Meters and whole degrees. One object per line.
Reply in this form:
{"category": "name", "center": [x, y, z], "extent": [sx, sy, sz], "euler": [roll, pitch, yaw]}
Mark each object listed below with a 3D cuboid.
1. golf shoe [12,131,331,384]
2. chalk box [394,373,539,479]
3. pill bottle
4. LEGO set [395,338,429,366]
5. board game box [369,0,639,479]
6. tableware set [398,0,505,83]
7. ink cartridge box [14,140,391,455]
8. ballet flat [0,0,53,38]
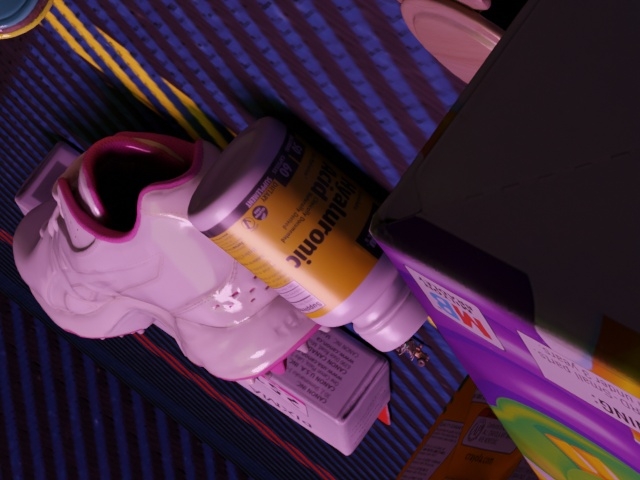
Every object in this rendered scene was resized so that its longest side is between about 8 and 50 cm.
{"category": "golf shoe", "center": [-0.104, -0.013, 1.123], "extent": [0.306, 0.115, 0.140], "euler": [8, 140, 54]}
{"category": "chalk box", "center": [0.175, 0.191, 0.909], "extent": [0.289, 0.179, 0.180], "euler": [38, 168, -14]}
{"category": "pill bottle", "center": [0.000, 0.000, 0.926], "extent": [0.116, 0.065, 0.065], "euler": [39, 169, -17]}
{"category": "LEGO set", "center": [0.039, 0.048, 1.136], "extent": [0.054, 0.023, 0.083], "euler": [35, -178, 13]}
{"category": "board game box", "center": [0.143, 0.034, 0.438], "extent": [0.144, 0.142, 0.275], "euler": [29, 167, 31]}
{"category": "tableware set", "center": [0.043, -0.082, 0.577], "extent": [0.169, 0.020, 0.141], "euler": [40, 170, -28]}
{"category": "ink cartridge box", "center": [-0.076, 0.056, 1.406], "extent": [0.275, 0.060, 0.239], "euler": [34, 167, 11]}
{"category": "ballet flat", "center": [-0.195, -0.172, 0.818], "extent": [0.231, 0.077, 0.077], "euler": [39, -170, -1]}
